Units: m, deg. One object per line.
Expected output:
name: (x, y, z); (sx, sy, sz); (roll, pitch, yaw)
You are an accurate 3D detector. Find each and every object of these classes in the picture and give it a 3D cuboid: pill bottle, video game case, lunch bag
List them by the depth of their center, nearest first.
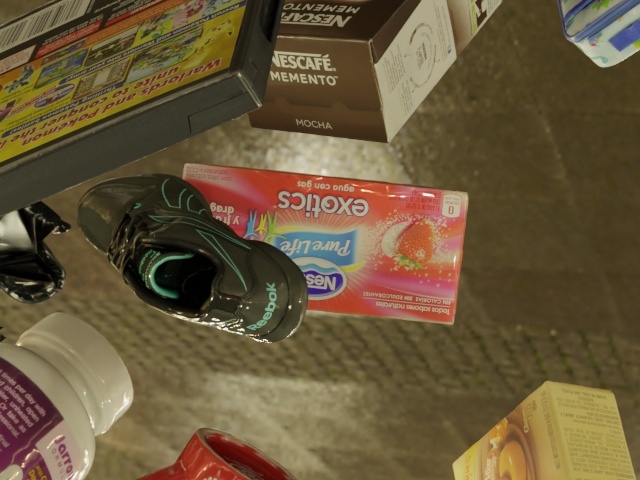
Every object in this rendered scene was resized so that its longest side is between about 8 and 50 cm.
video game case: (-0.149, -0.121, 0.901); (0.274, 0.248, 0.035); (-20, 124, 21)
pill bottle: (-0.317, 0.200, 1.207); (0.169, 0.301, 0.169); (25, 137, 26)
lunch bag: (0.376, -0.312, 1.505); (0.090, 0.176, 0.219); (32, 133, -28)

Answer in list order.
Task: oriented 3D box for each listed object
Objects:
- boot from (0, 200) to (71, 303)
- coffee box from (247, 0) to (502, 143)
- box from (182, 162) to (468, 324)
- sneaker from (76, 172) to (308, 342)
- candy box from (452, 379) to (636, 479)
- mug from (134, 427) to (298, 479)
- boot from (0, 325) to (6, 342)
boot: (-0.326, -0.076, 1.250); (0.207, 0.094, 0.247); (35, 146, 52)
coffee box: (0.054, -0.235, 1.359); (0.168, 0.297, 0.119); (9, 131, 28)
box: (0.000, 0.000, 1.415); (0.299, 0.142, 0.154); (6, -177, 1)
sneaker: (-0.131, 0.004, 1.120); (0.267, 0.101, 0.106); (24, -169, 37)
candy box: (0.225, 0.314, 1.217); (0.087, 0.317, 0.183); (11, 141, -24)
mug: (-0.100, 0.223, 0.908); (0.113, 0.169, 0.150); (35, -175, 32)
boot: (-0.432, 0.128, 1.559); (0.121, 0.099, 0.045); (-32, 134, 2)
